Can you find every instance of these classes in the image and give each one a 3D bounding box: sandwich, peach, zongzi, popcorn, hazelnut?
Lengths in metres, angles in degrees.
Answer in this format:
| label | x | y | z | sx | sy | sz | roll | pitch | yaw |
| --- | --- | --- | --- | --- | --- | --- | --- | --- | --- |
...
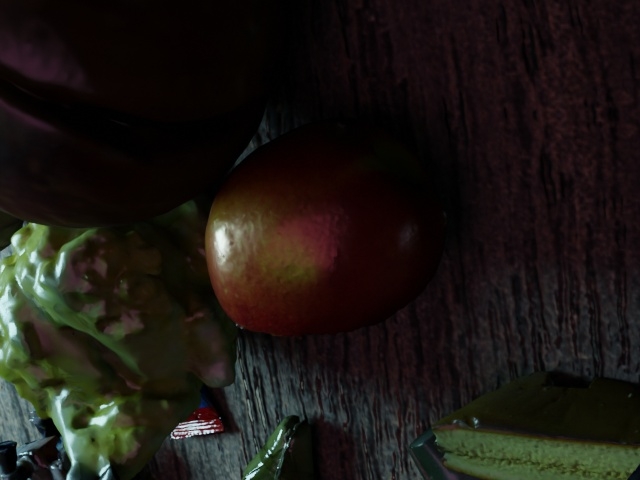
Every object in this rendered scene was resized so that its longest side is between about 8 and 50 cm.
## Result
| label | x | y | z | sx | sy | sz | roll | pitch | yaw |
| --- | --- | --- | --- | --- | --- | --- | --- | --- | --- |
| sandwich | 0.228 | 0.181 | 1.352 | 0.244 | 0.088 | 0.090 | 4 | 123 | 31 |
| peach | 0.000 | 0.000 | 1.351 | 0.226 | 0.196 | 0.190 | -43 | 60 | 27 |
| zongzi | -0.015 | 0.252 | 1.590 | 0.113 | 0.052 | 0.104 | 35 | 124 | 0 |
| popcorn | -0.193 | 0.063 | 1.490 | 0.293 | 0.237 | 0.293 | 10 | 110 | 29 |
| hazelnut | -0.246 | -0.199 | 1.329 | 0.429 | 0.402 | 0.402 | 42 | 130 | 6 |

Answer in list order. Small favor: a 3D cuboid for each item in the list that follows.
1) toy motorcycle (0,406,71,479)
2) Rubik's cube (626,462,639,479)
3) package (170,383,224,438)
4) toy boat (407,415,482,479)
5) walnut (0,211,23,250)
| label | x | y | z | sx | sy | sz | roll | pitch | yaw |
| --- | --- | --- | --- | --- | --- | --- | --- | --- | --- |
| toy motorcycle | -0.299 | 0.305 | 1.766 | 0.207 | 0.134 | 0.401 | -18 | 102 | 34 |
| Rubik's cube | 0.400 | 0.306 | 1.145 | 0.304 | 0.301 | 0.305 | 11 | 118 | 31 |
| package | -0.172 | 0.129 | 1.655 | 0.083 | 0.022 | 0.200 | -12 | 103 | 39 |
| toy boat | 0.180 | 0.292 | 1.448 | 0.260 | 0.078 | 0.085 | 54 | 155 | 3 |
| walnut | -0.438 | -0.071 | 1.615 | 0.248 | 0.248 | 0.248 | 16 | 121 | 29 |
